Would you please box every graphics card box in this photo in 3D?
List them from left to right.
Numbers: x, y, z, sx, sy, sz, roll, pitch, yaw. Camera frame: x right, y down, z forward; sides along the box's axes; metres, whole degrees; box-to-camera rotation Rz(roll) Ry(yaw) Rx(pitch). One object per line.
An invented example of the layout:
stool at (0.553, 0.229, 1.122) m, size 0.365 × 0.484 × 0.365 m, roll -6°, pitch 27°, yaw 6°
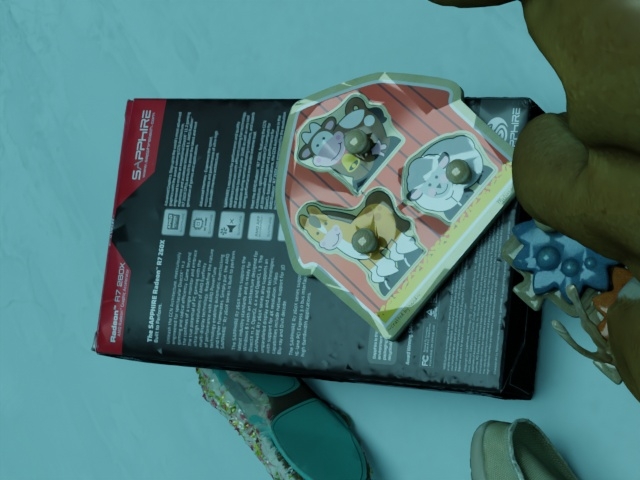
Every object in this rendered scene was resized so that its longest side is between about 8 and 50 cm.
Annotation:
graphics card box at (0.000, 0.000, 1.084) m, size 0.371 × 0.094 × 0.232 m, roll 2°, pitch 80°, yaw 27°

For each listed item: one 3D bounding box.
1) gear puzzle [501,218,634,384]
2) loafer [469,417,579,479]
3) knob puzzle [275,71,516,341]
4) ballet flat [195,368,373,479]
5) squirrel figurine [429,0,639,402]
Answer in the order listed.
gear puzzle at (0.282, 0.054, 0.874) m, size 0.175 × 0.044 × 0.339 m, roll -48°, pitch 65°, yaw 4°
loafer at (0.203, 0.228, 0.911) m, size 0.092 × 0.102 × 0.268 m, roll -43°, pitch 64°, yaw 23°
knob puzzle at (0.039, -0.049, 1.007) m, size 0.213 × 0.030 × 0.213 m, roll -6°, pitch 77°, yaw 24°
ballet flat at (-0.033, 0.166, 1.148) m, size 0.241 × 0.091 × 0.077 m, roll 48°, pitch 141°, yaw 41°
squirrel figurine at (0.265, -0.003, 0.677) m, size 0.397 × 0.281 × 0.370 m, roll 21°, pitch 125°, yaw 51°
